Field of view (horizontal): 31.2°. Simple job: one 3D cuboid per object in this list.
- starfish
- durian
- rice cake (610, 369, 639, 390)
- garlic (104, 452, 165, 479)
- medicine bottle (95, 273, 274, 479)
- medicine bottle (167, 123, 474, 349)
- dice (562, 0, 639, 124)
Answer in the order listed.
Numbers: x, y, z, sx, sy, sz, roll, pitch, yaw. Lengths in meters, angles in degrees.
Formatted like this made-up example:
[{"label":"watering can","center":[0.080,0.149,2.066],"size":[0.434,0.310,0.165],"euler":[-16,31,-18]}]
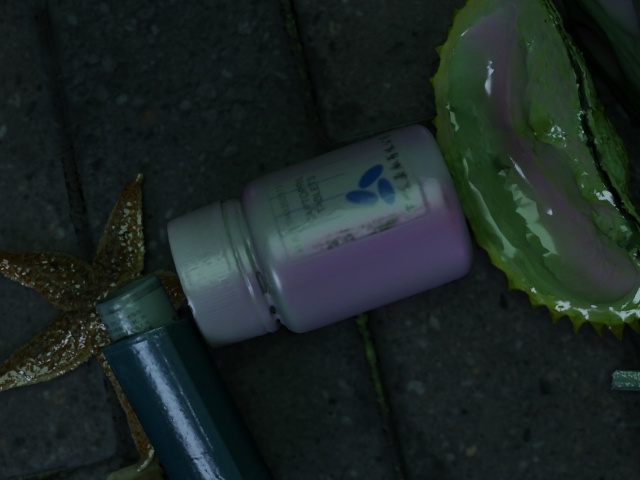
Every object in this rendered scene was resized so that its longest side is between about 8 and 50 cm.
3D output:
[{"label":"starfish","center":[-0.228,0.083,1.104],"size":[0.231,0.048,0.295],"euler":[-11,73,6]},{"label":"durian","center":[0.205,-0.074,1.025],"size":[0.158,0.169,0.352],"euler":[-23,89,-10]},{"label":"rice cake","center":[0.327,0.130,1.048],"size":[0.121,0.022,0.021],"euler":[1,76,6]},{"label":"garlic","center":[-0.142,0.341,1.026],"size":[0.148,0.128,0.266],"euler":[-37,87,9]},{"label":"medicine bottle","center":[-0.122,0.161,1.011],"size":[0.079,0.124,0.258],"euler":[-21,97,34]},{"label":"medicine bottle","center":[0.000,0.000,1.045],"size":[0.254,0.152,0.152],"euler":[-18,77,1]},{"label":"dice","center":[0.410,-0.219,0.962],"size":[0.318,0.330,0.322],"euler":[-37,77,2]}]
